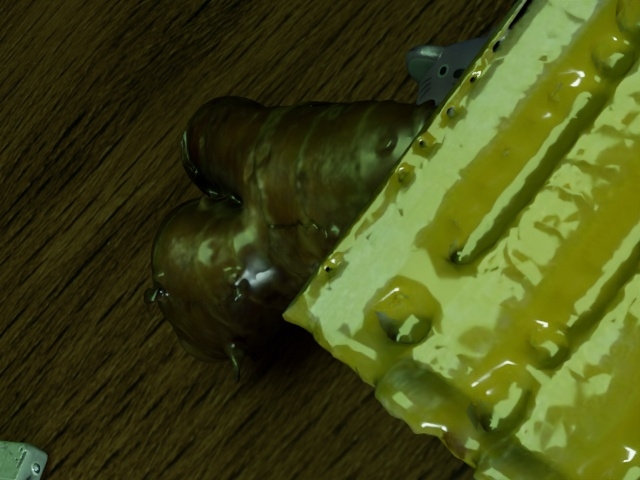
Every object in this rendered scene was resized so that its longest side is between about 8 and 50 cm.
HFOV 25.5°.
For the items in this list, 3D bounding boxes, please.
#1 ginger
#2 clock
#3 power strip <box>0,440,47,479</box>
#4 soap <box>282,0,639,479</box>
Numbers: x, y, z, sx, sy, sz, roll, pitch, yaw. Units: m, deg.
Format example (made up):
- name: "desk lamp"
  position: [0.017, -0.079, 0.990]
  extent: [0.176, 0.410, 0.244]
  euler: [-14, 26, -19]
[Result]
- name: "ginger"
  position: [0.000, 0.000, 1.141]
  extent: [0.418, 0.176, 0.254]
  euler: [4, 75, 49]
- name: "clock"
  position: [0.136, -0.114, 1.131]
  extent: [0.152, 0.110, 0.050]
  euler: [-9, 52, 44]
- name: "power strip"
  position: [-0.346, 0.240, 1.424]
  extent: [0.192, 0.035, 0.081]
  euler: [-4, 58, 45]
- name: "soap"
  position: [0.187, 0.015, 0.860]
  extent: [0.293, 0.156, 0.335]
  euler: [35, 89, 26]
